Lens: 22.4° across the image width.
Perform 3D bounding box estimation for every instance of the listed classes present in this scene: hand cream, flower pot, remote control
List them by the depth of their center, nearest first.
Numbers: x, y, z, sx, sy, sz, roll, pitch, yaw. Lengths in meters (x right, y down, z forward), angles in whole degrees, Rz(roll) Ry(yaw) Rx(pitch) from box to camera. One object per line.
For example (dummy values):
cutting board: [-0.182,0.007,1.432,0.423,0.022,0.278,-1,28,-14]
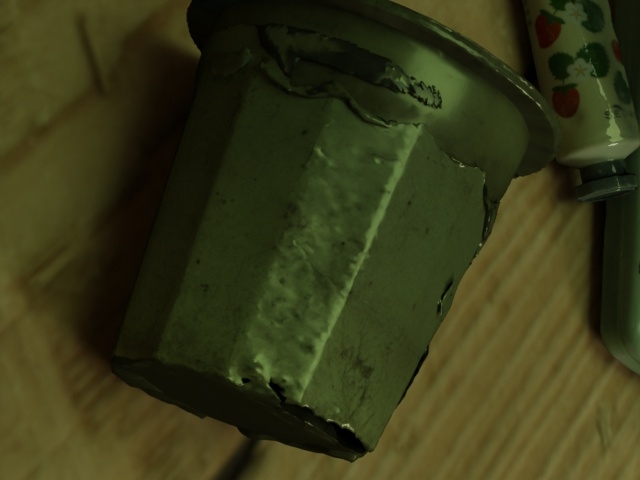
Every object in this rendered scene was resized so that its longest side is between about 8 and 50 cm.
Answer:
flower pot: [0.000,0.000,0.840,0.212,0.212,0.202,30,70,-35]
hand cream: [0.171,-0.164,1.124,0.095,0.059,0.276,-4,80,-45]
remote control: [0.263,-0.041,1.180,0.140,0.056,0.296,17,71,-38]
